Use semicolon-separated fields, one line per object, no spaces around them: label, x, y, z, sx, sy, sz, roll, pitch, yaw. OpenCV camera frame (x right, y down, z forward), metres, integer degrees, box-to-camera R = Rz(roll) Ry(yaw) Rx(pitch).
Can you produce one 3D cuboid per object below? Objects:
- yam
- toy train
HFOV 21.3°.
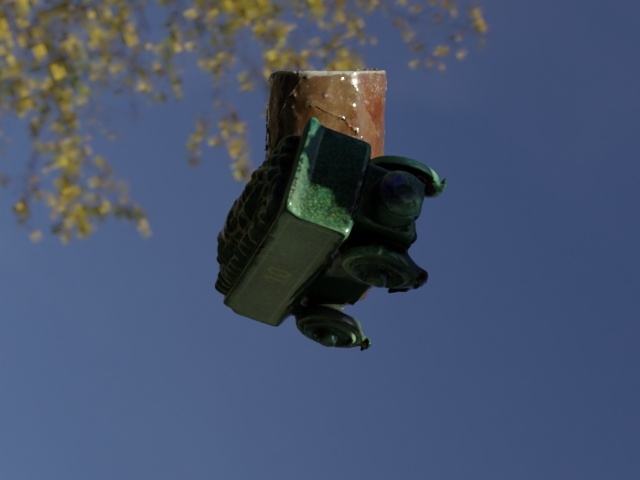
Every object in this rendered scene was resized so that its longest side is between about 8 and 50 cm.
yam;0.000;-0.034;1.027;0.079;0.079;0.141;9;-80;47
toy train;0.000;0.000;0.886;0.099;0.070;0.172;19;-26;-9
